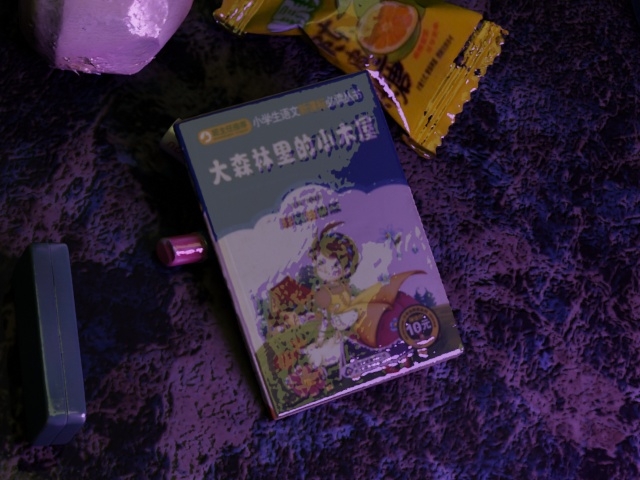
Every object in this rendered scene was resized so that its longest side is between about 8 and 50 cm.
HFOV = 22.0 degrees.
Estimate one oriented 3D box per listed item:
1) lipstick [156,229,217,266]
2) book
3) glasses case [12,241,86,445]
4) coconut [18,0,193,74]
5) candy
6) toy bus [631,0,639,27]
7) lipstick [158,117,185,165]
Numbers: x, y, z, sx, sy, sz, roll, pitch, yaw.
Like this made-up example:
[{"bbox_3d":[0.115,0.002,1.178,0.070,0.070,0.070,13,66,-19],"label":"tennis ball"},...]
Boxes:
[{"bbox_3d":[-0.058,-0.007,1.720,0.234,0.053,0.053,-7,68,-21],"label":"lipstick"},{"bbox_3d":[0.000,0.000,1.700,0.228,0.018,0.322,-18,86,-22],"label":"book"},{"bbox_3d":[-0.259,0.098,1.565,0.039,0.078,0.184,1,65,-25],"label":"glasses case"},{"bbox_3d":[-0.220,-0.252,1.710,0.183,0.171,0.171,4,64,-17],"label":"coconut"},{"bbox_3d":[0.048,-0.240,1.846,0.297,0.081,0.187,35,81,-12],"label":"candy"},{"bbox_3d":[0.529,-0.305,2.031,0.275,0.167,0.138,-3,66,-28],"label":"toy bus"},{"bbox_3d":[-0.108,-0.076,1.736,0.130,0.038,0.038,35,57,-1],"label":"lipstick"}]
